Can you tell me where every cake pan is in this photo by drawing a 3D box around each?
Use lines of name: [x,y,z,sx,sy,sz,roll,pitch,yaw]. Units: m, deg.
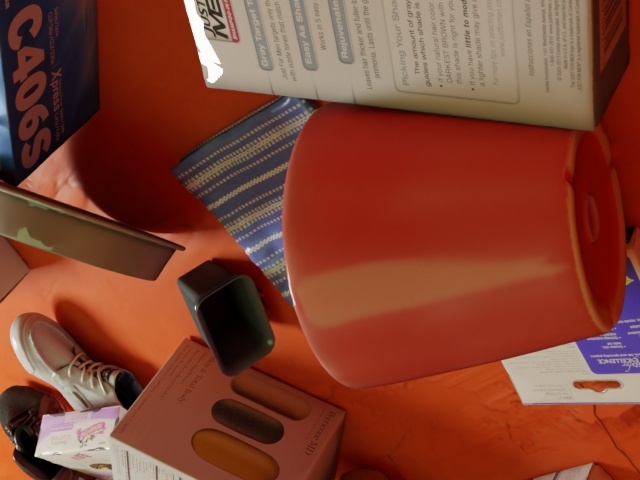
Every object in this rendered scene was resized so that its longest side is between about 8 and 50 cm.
cake pan: [-0.309,-0.016,1.246,0.293,0.054,0.293,19,178,1]

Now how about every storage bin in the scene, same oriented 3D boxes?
storage bin: [-0.124,0.089,1.336,0.091,0.098,0.135,35,151,48]

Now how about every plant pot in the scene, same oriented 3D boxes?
plant pot: [0.133,-0.007,0.934,0.243,0.275,0.275,-6,126,29]

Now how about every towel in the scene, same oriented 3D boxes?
towel: [0.000,0.000,1.190,0.243,0.040,0.336,-23,113,45]

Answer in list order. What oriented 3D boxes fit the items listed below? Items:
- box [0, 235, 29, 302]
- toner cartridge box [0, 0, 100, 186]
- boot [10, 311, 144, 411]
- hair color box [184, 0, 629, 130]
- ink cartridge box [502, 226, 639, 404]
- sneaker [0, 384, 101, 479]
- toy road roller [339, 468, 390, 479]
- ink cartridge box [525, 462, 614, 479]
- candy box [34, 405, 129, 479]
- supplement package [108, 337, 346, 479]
box: [-0.587,0.044,1.582,0.232,0.127,0.148,-10,123,41]
toner cartridge box: [-0.310,-0.235,1.081,0.075,0.165,0.347,25,140,11]
boot: [-0.364,0.203,1.622,0.123,0.095,0.258,-9,132,34]
hair color box: [0.061,-0.216,0.875,0.375,0.113,0.185,10,134,27]
ink cartridge box: [0.267,0.085,1.078,0.206,0.045,0.208,-7,123,40]
sneaker: [-0.476,0.315,1.716,0.281,0.106,0.162,37,169,31]
toy road roller: [0.151,0.474,1.435,0.241,0.202,0.329,-20,122,32]
ink cartridge box: [0.315,0.340,1.286,0.099,0.056,0.135,45,140,-9]
candy box: [-0.317,0.327,1.625,0.165,0.070,0.196,-11,149,30]
supplement package: [-0.130,0.312,1.462,0.263,0.199,0.198,23,138,15]
